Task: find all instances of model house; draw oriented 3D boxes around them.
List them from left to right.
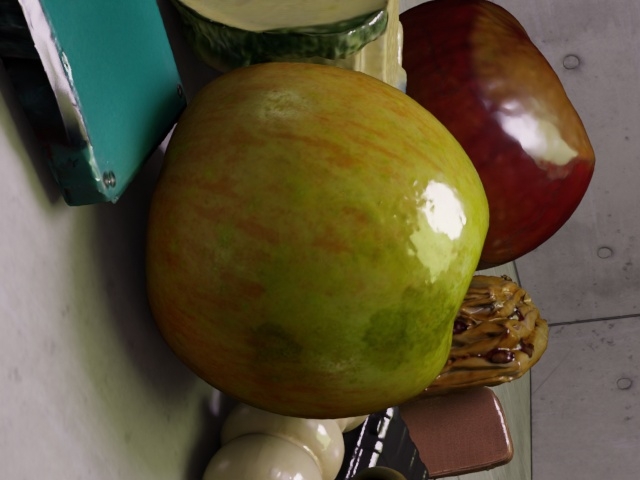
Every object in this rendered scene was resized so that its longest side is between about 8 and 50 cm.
[{"bbox_3d":[-0.026,-0.220,1.330,0.321,0.261,0.266,-80,166,-46],"label":"model house"}]

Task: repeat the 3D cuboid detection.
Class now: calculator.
[{"bbox_3d":[-0.205,-0.189,0.984,0.248,0.058,0.274,-70,148,-56],"label":"calculator"}]

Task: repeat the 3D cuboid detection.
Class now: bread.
[{"bbox_3d":[0.237,0.146,1.950,0.324,0.277,0.167,-35,111,-68],"label":"bread"}]

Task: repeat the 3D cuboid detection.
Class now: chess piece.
[{"bbox_3d":[-0.037,0.200,1.221,0.300,0.167,0.167,-61,140,-54],"label":"chess piece"}]

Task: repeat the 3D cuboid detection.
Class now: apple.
[{"bbox_3d":[0.000,0.000,1.100,0.339,0.339,0.340,-8,90,-74],"label":"apple"}]

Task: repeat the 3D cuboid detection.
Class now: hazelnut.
[{"bbox_3d":[0.206,-0.168,1.747,0.402,0.402,0.429,50,20,-61],"label":"hazelnut"}]

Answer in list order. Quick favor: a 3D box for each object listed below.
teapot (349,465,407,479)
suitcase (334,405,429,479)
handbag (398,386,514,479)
[{"bbox_3d":[0.008,0.361,1.239,0.185,0.175,0.268,47,60,-29],"label":"teapot"},{"bbox_3d":[0.060,0.369,1.497,0.206,0.066,0.286,65,36,-43],"label":"suitcase"},{"bbox_3d":[0.223,0.323,1.940,0.072,0.193,0.151,43,37,-67],"label":"handbag"}]
